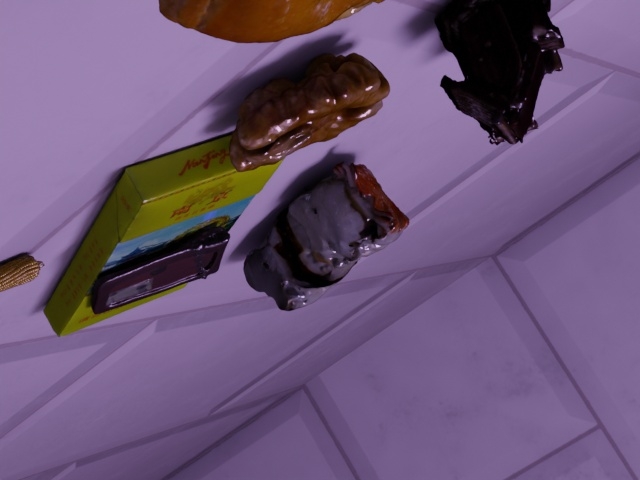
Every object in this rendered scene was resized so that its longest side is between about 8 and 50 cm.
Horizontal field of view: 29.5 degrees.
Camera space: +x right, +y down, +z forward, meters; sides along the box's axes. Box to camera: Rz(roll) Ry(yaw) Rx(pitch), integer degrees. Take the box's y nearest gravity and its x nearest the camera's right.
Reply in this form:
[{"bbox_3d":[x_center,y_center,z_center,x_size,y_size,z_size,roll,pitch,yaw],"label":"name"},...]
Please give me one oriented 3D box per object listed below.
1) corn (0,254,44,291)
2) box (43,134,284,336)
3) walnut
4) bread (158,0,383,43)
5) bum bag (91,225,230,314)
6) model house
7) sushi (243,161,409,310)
[{"bbox_3d":[-0.317,0.037,1.221,0.083,0.027,0.028,-23,168,-26],"label":"corn"},{"bbox_3d":[-0.178,-0.006,1.341,0.187,0.047,0.335,-21,164,-35],"label":"box"},{"bbox_3d":[-0.015,-0.130,1.186,0.170,0.069,0.143,-25,168,-21],"label":"walnut"},{"bbox_3d":[0.007,-0.219,0.808,0.235,0.099,0.210,-21,164,-41],"label":"bread"},{"bbox_3d":[-0.179,0.034,1.345,0.159,0.026,0.109,-20,164,-21],"label":"bum bag"},{"bbox_3d":[0.199,-0.183,1.273,0.141,0.164,0.203,-28,171,12],"label":"model house"},{"bbox_3d":[0.000,0.000,1.602,0.130,0.124,0.332,-30,173,-43],"label":"sushi"}]
